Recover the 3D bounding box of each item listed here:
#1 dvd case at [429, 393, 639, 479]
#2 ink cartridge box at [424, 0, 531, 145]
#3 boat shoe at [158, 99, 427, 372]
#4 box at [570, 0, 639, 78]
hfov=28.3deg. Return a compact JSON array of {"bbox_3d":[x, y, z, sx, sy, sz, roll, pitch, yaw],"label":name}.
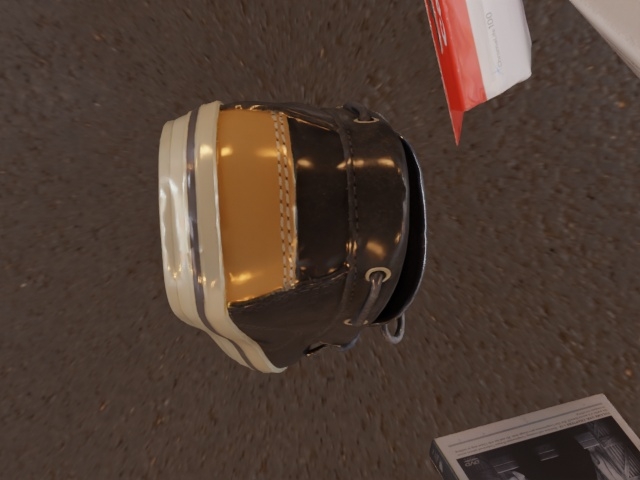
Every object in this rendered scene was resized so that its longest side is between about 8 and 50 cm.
[{"bbox_3d":[0.223,0.237,1.063,0.179,0.238,0.029,-11,131,-20],"label":"dvd case"},{"bbox_3d":[0.103,-0.188,0.861,0.066,0.232,0.189,-12,110,9],"label":"ink cartridge box"},{"bbox_3d":[0.000,0.000,0.923,0.156,0.500,0.186,-5,84,3],"label":"boat shoe"},{"bbox_3d":[0.207,-0.079,0.407,0.182,0.181,0.119,-43,119,12],"label":"box"}]
